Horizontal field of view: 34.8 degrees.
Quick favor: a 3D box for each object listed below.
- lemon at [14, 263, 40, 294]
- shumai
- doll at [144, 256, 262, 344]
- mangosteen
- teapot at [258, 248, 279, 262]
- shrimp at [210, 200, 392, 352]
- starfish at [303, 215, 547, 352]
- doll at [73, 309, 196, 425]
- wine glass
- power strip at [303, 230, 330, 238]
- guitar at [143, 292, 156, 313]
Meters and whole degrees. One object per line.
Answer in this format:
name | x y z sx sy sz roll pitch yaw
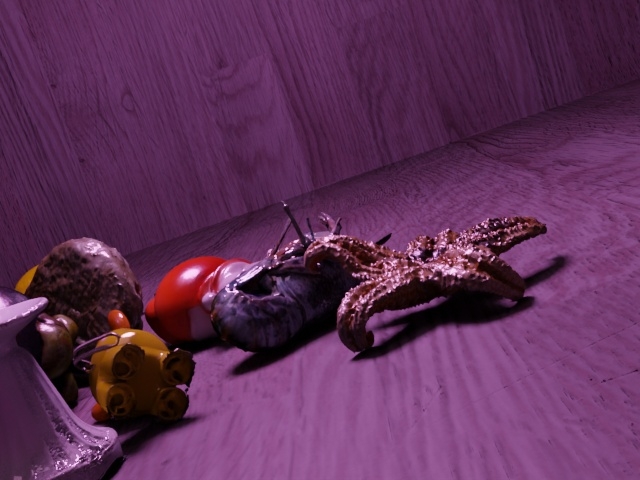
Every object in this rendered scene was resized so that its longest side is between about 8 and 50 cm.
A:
lemon | -0.464 0.124 1.851 0.184 0.184 0.248 -19 -3 3
shumai | -0.336 0.104 1.640 0.272 0.222 0.204 -7 -1 44
doll | -0.182 0.091 1.581 0.290 0.129 0.161 -20 9 47
mangosteen | -0.455 0.167 1.449 0.243 0.242 0.243 -19 7 3
teapot | -0.044 0.050 1.655 0.145 0.092 0.226 -19 7 -21
shrimp | -0.013 0.032 1.423 0.137 0.172 0.372 29 40 15
starfish | 0.130 0.036 1.285 0.312 0.113 0.303 -8 13 13
doll | -0.238 0.163 1.241 0.135 0.142 0.221 9 -1 -30
wine glass | -0.315 0.173 1.068 0.165 0.196 0.165 -21 7 3
power strip | 0.000 0.000 2.175 0.083 0.035 0.055 4 21 39
guitar | -0.332 0.122 2.111 0.233 0.025 0.088 -25 11 -41
